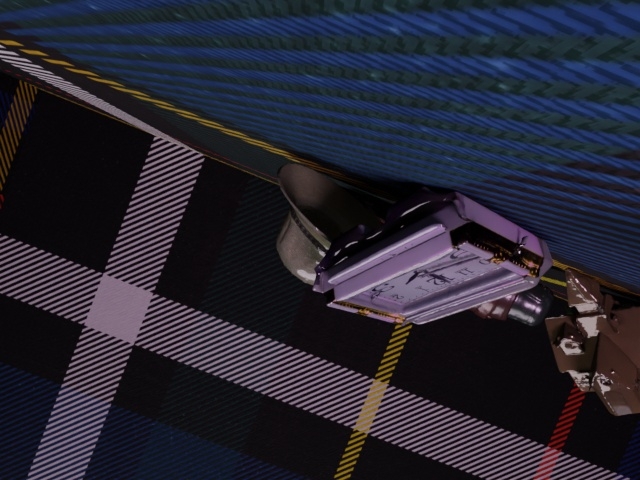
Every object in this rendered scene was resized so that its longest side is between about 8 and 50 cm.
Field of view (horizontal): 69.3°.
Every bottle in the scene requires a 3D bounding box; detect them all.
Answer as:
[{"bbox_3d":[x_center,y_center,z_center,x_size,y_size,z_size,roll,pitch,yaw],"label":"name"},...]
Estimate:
[{"bbox_3d":[0.325,0.072,0.931,0.271,0.143,0.156,26,145,21],"label":"bottle"}]

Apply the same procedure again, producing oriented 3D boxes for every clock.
[{"bbox_3d":[0.134,0.029,0.585,0.186,0.084,0.253,20,146,-35],"label":"clock"}]

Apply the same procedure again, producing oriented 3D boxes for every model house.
[{"bbox_3d":[0.472,0.152,0.786,0.180,0.176,0.248,-24,112,47],"label":"model house"}]

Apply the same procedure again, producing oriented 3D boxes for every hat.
[{"bbox_3d":[0.000,0.000,0.779,0.257,0.130,0.257,33,-156,-17],"label":"hat"}]

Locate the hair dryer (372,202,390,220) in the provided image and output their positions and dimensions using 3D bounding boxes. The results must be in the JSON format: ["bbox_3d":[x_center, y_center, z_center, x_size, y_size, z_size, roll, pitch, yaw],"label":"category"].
[{"bbox_3d":[0.154,-0.039,0.864,0.114,0.071,0.248,19,-168,-31],"label":"hair dryer"}]

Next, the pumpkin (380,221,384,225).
[{"bbox_3d":[0.105,-0.013,1.275,0.260,0.189,0.260,26,-153,-14],"label":"pumpkin"}]

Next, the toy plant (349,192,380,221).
[{"bbox_3d":[0.081,-0.023,1.019,0.243,0.112,0.232,53,178,-36],"label":"toy plant"}]

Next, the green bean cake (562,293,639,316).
[{"bbox_3d":[0.684,0.208,0.985,0.240,0.132,0.255,25,-178,-10],"label":"green bean cake"}]
